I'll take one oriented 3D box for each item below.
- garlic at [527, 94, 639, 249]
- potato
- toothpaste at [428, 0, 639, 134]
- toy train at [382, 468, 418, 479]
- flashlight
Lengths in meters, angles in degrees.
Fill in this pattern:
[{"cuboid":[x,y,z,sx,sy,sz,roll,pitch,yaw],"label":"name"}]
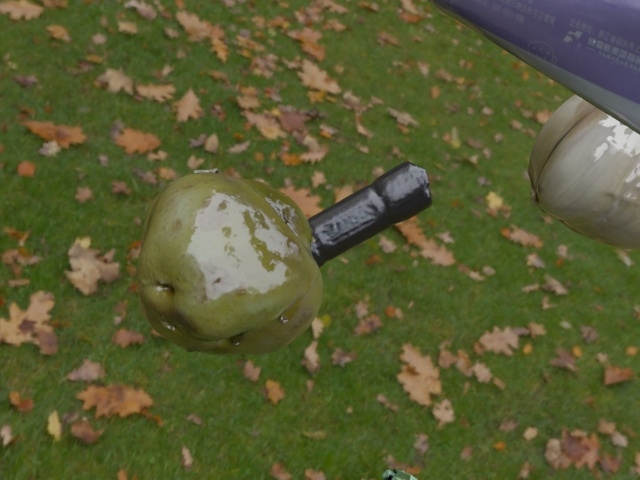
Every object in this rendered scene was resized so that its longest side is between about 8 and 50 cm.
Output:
[{"cuboid":[0.358,-0.085,0.942,0.281,0.203,0.185,9,32,-45],"label":"garlic"},{"cuboid":[-0.113,0.019,1.019,0.218,0.203,0.351,30,12,-16],"label":"potato"},{"cuboid":[0.208,-0.194,0.748,0.079,0.125,0.371,-14,41,-34],"label":"toothpaste"},{"cuboid":[0.142,0.343,1.093,0.148,0.071,0.038,38,77,-21],"label":"toy train"},{"cuboid":[0.000,0.000,1.441,0.103,0.423,0.103,60,7,-12],"label":"flashlight"}]
